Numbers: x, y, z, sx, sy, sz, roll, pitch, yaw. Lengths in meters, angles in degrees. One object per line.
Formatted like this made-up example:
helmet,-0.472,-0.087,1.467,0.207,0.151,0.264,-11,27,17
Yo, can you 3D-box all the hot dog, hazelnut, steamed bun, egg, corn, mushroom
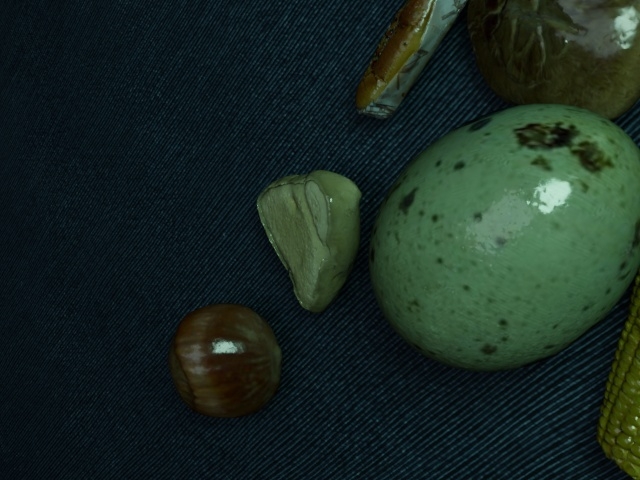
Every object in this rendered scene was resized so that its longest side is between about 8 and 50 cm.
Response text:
hot dog,0.131,-0.287,1.069,0.075,0.144,0.268,32,114,-5
hazelnut,-0.164,0.211,1.335,0.214,0.176,0.214,4,117,9
steamed bun,0.007,-0.022,1.204,0.212,0.110,0.231,-44,66,54
egg,0.213,-0.002,0.893,0.288,0.287,0.379,56,139,24
corn,0.404,0.101,0.836,0.144,0.144,0.387,24,107,38
mushroom,0.290,-0.266,0.914,0.278,0.146,0.278,3,94,49
